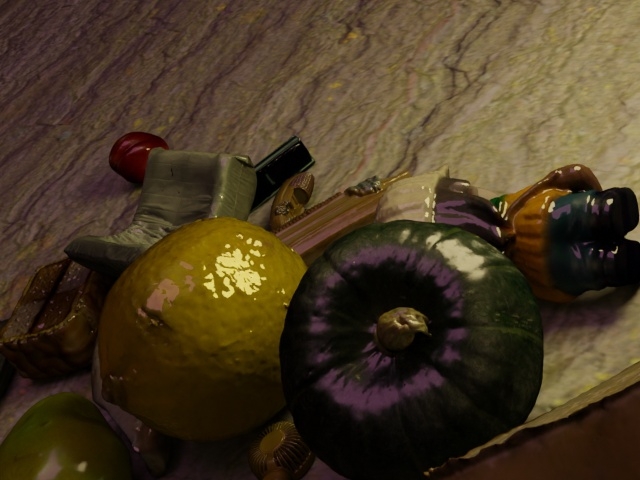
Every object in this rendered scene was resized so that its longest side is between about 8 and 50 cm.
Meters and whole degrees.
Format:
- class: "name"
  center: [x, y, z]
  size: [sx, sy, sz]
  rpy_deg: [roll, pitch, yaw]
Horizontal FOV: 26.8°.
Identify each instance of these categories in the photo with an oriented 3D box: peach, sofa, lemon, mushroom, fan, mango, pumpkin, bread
- class: "peach"
  center: [-0.321, -0.150, 2.391]
  size: [0.100, 0.101, 0.101]
  rpy_deg: [-24, 32, 16]
- class: "sofa"
  center: [-0.233, -0.042, 2.006]
  size: [0.210, 0.176, 0.225]
  rpy_deg: [9, 79, 43]
- class: "lemon"
  center: [-0.138, 0.116, 1.668]
  size: [0.268, 0.268, 0.322]
  rpy_deg: [2, 40, 45]
- class: "mushroom"
  center: [-0.261, 0.199, 1.844]
  size: [0.107, 0.087, 0.333]
  rpy_deg: [-20, 34, 4]
- class: "fan"
  center: [-0.050, 0.275, 1.581]
  size: [0.082, 0.039, 0.155]
  rpy_deg: [-22, 33, 18]
- class: "mango"
  center: [-0.338, 0.298, 1.713]
  size: [0.185, 0.149, 0.273]
  rpy_deg: [-40, 23, -10]
- class: "pumpkin"
  center: [0.092, 0.122, 1.455]
  size: [0.300, 0.207, 0.300]
  rpy_deg: [-5, 74, 17]
- class: "bread"
  center: [-0.390, 0.110, 2.081]
  size: [0.181, 0.096, 0.222]
  rpy_deg: [-18, 32, 24]

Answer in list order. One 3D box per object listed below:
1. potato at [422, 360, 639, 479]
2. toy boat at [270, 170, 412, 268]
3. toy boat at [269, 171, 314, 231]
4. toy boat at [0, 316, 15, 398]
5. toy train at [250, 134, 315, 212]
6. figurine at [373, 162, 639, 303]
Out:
- class: "potato"
  center: [0.339, 0.224, 1.068]
  size: [0.442, 0.319, 0.385]
  rpy_deg: [-28, -11, 25]
- class: "toy boat"
  center: [0.000, 0.000, 1.875]
  size: [0.310, 0.089, 0.115]
  rpy_deg: [-34, 28, 1]
- class: "toy boat"
  center: [-0.043, -0.052, 2.030]
  size: [0.049, 0.047, 0.149]
  rpy_deg: [-17, 33, 26]
- class: "toy boat"
  center: [-0.535, 0.240, 2.073]
  size: [0.093, 0.055, 0.293]
  rpy_deg: [-12, 37, 33]
- class: "toy train"
  center: [-0.125, -0.073, 2.131]
  size: [0.252, 0.055, 0.048]
  rpy_deg: [-37, 31, -7]
- class: "figurine"
  center: [0.202, 0.001, 1.596]
  size: [0.204, 0.185, 0.332]
  rpy_deg: [-11, 8, -39]
